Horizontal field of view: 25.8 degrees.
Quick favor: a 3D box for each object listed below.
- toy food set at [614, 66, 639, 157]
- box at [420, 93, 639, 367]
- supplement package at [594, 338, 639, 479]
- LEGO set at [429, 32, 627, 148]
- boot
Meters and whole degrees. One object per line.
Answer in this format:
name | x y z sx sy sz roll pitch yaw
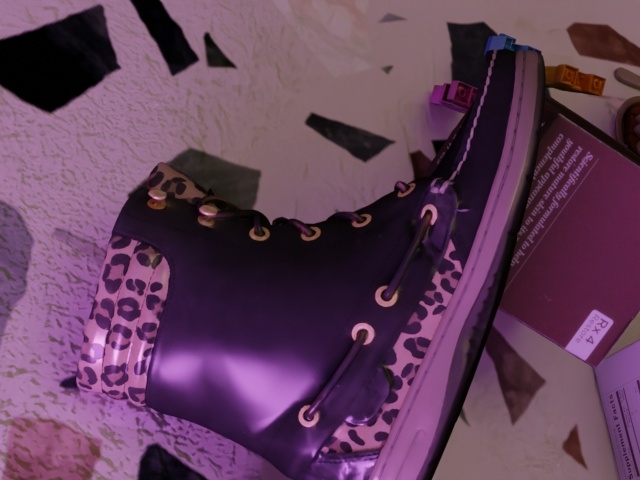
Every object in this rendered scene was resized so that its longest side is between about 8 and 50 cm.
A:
toy food set | 0.382 -0.108 1.542 0.132 0.038 0.192 18 57 -24
box | 0.201 -0.027 1.242 0.167 0.168 0.203 31 11 -16
supplement package | 0.391 0.135 1.284 0.139 0.244 0.134 5 62 -30
LEGO set | 0.210 -0.153 1.435 0.227 0.093 0.087 17 89 -30
boot | 0.000 0.000 1.063 0.284 0.138 0.377 18 84 10
